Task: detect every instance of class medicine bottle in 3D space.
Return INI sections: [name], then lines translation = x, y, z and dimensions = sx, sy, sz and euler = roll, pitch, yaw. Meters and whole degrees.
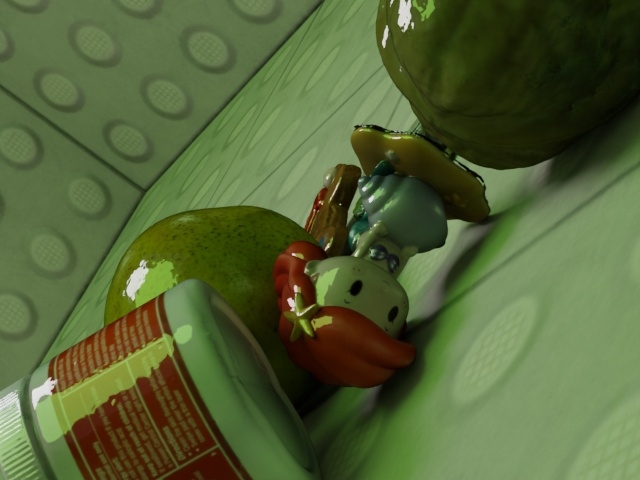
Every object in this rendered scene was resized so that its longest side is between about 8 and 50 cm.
[medicine bottle]
translation = -0.156, 0.197, 1.571
dimensions = 0.241, 0.252, 0.252
euler = -30, 14, 4

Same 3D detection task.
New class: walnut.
[walnut]
translation = 0.192, -0.214, 1.539
dimensions = 0.277, 0.253, 0.282
euler = -49, 7, -11

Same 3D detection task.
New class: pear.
[pear]
translation = -0.118, 0.093, 1.838
dimensions = 0.294, 0.294, 0.294
euler = -50, 12, 15

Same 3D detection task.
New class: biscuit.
[biscuit]
translation = -0.002, -0.002, 2.076
dimensions = 0.324, 0.049, 0.205
euler = -72, 4, -58

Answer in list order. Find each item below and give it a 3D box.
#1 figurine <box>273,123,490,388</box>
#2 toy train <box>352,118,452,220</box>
[figurine]
translation = 0.046, 0.036, 1.645
dimensions = 0.208, 0.181, 0.257
euler = 15, 65, 37
[toy train]
translation = 0.113, -0.094, 1.984
dimensions = 0.202, 0.060, 0.081
euler = -54, 12, 2
